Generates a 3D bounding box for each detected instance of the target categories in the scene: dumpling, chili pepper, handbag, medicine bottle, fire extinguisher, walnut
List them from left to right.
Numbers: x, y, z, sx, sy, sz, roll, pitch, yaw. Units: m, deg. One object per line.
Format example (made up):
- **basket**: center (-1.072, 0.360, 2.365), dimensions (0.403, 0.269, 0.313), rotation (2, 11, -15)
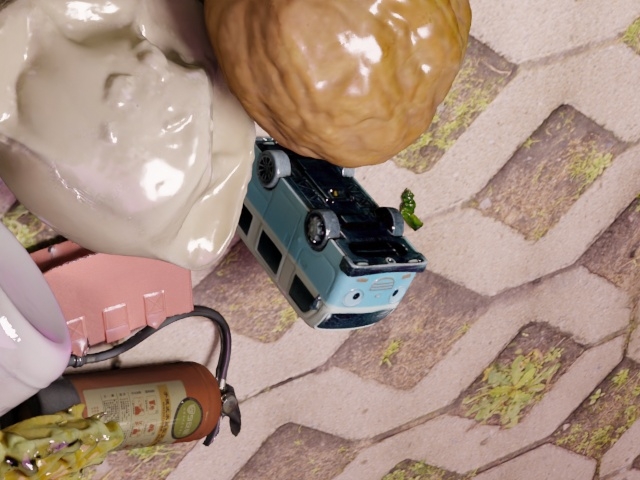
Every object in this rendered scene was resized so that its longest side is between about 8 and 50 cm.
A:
- **medicine bottle**: center (-0.458, 0.120, 1.567), dimensions (0.302, 0.241, 0.241), rotation (-33, 140, 3)
- **handbag**: center (-0.268, 0.059, 1.779), dimensions (0.212, 0.059, 0.157), rotation (-20, 132, -21)
- **dumpling**: center (-0.228, -0.150, 1.589), dimensions (0.395, 0.233, 0.315), rotation (31, 71, -35)
- **fire extinguisher**: center (-0.232, 0.200, 1.903), dimensions (0.376, 0.113, 0.200), rotation (0, 124, -44)
- **walnut**: center (0.016, -0.254, 1.581), dimensions (0.306, 0.306, 0.344), rotation (-46, 141, 4)
- **chili pepper**: center (0.130, -0.043, 2.060), dimensions (0.027, 0.022, 0.083), rotation (-8, 140, 11)

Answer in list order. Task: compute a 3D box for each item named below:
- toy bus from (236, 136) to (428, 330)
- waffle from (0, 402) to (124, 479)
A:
- **toy bus**: center (0.000, 0.000, 1.804), dimensions (0.133, 0.271, 0.165), rotation (-2, 129, -36)
- **waffle**: center (-0.396, 0.290, 1.670), dimensions (0.297, 0.073, 0.317), rotation (-37, 163, 29)
